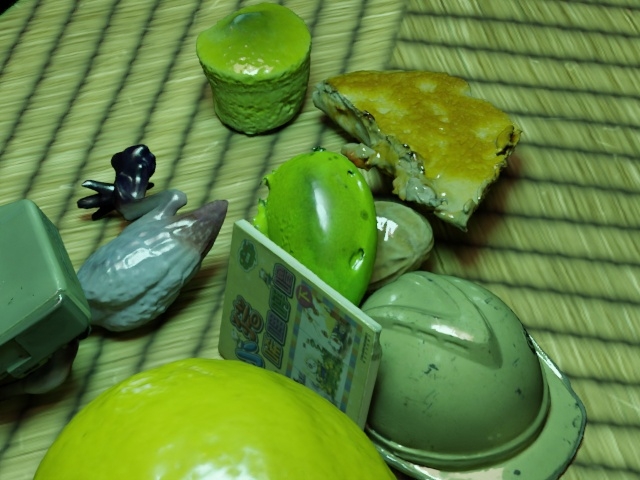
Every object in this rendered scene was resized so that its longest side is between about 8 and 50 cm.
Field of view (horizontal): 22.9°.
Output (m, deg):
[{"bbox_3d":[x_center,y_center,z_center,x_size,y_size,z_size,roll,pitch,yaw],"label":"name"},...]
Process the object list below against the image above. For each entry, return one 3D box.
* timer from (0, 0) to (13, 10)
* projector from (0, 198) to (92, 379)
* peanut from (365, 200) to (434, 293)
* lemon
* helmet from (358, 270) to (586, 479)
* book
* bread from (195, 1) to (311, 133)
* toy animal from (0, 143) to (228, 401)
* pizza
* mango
[{"bbox_3d":[-0.466,-0.325,1.952,0.187,0.055,0.144,31,59,23],"label":"timer"},{"bbox_3d":[-0.360,0.081,1.514,0.269,0.088,0.193,-32,47,2],"label":"projector"},{"bbox_3d":[0.018,0.010,1.594,0.194,0.083,0.093,-8,79,3],"label":"peanut"},{"bbox_3d":[-0.082,0.257,1.225,0.348,0.348,0.348,-2,48,3],"label":"lemon"},{"bbox_3d":[0.122,0.110,1.458,0.257,0.137,0.204,29,57,26],"label":"helmet"},{"bbox_3d":[-0.022,0.095,1.468,0.013,0.168,0.192,-25,49,-38],"label":"book"},{"bbox_3d":[-0.068,-0.190,1.754,0.129,0.114,0.111,-26,52,-18],"label":"bread"},{"bbox_3d":[-0.206,0.045,1.577,0.195,0.090,0.324,-4,49,35],"label":"toy animal"},{"bbox_3d":[0.116,-0.099,1.661,0.189,0.071,0.297,-9,33,-23],"label":"pizza"},{"bbox_3d":[0.001,0.000,1.502,0.100,0.119,0.178,8,70,-37],"label":"mango"}]
